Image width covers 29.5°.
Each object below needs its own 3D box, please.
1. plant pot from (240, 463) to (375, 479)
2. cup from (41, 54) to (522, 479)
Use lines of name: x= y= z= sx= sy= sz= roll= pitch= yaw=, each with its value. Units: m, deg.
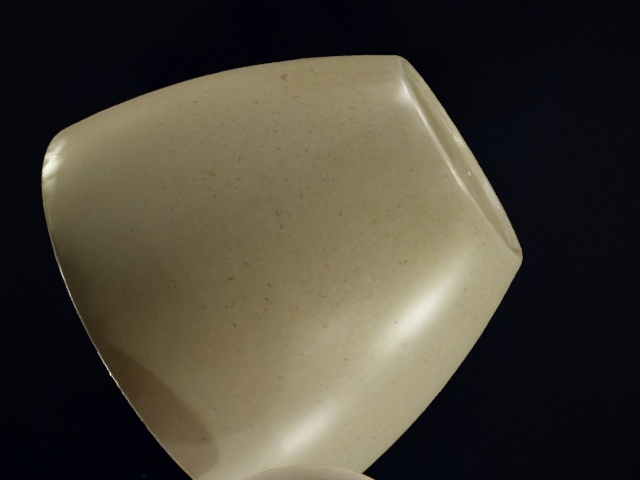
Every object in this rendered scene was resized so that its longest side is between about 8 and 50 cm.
plant pot: x=0.004 y=0.217 z=0.597 sx=0.205 sy=0.188 sz=0.205 roll=-7 pitch=-137 yaw=7
cup: x=0.000 y=0.000 z=0.869 sx=0.237 sy=0.331 sz=0.331 roll=-32 pitch=-106 yaw=13
